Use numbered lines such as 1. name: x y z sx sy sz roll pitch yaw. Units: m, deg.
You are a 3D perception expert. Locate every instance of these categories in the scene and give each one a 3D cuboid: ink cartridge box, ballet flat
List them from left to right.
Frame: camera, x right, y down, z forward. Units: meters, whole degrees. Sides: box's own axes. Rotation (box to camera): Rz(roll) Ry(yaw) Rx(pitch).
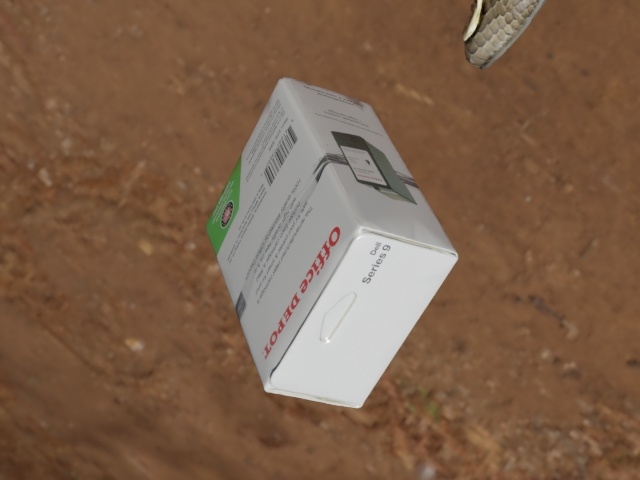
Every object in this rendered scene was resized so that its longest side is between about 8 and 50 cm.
1. ink cartridge box: 0.000 0.000 1.413 0.122 0.211 0.289 15 -150 -28
2. ballet flat: 0.145 -0.223 0.848 0.058 0.250 0.084 24 -158 -10
